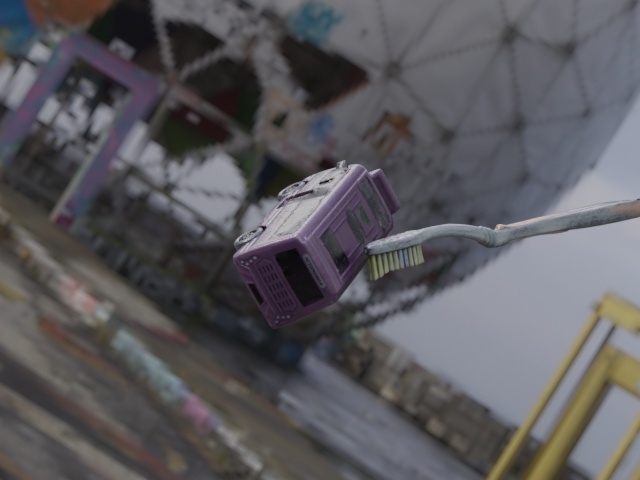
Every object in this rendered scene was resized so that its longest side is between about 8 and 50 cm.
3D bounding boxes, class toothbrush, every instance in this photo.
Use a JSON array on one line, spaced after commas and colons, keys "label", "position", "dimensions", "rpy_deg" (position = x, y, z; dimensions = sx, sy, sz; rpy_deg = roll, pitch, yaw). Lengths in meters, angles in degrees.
[{"label": "toothbrush", "position": [0.191, -0.012, 1.703], "dimensions": [0.375, 0.037, 0.028], "rpy_deg": [-11, 7, -35]}]

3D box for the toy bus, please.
[{"label": "toy bus", "position": [0.000, 0.000, 1.645], "dimensions": [0.087, 0.098, 0.178], "rpy_deg": [60, 32, -13]}]
